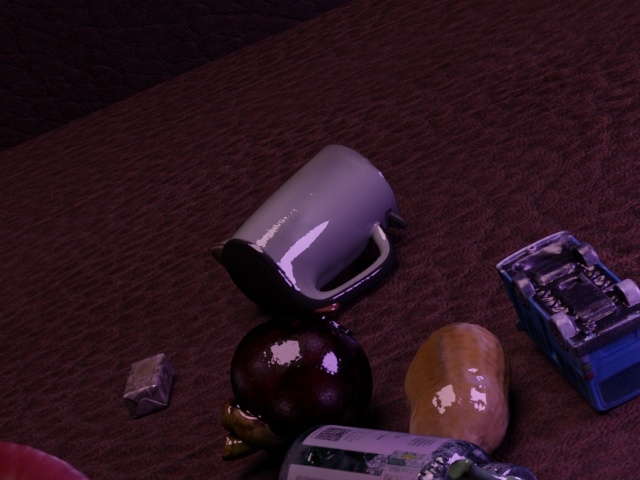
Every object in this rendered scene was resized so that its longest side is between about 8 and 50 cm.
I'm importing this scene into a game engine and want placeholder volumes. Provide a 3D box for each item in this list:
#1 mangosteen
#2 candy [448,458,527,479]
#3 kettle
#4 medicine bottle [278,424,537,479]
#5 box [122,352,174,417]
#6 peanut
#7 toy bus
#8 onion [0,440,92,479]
[{"bbox_3d":[-0.040,0.201,2.032,0.230,0.194,0.194,-55,28,-1],"label":"mangosteen"},{"bbox_3d":[0.268,0.252,1.387,0.119,0.440,0.119,-28,52,42],"label":"candy"},{"bbox_3d":[0.000,0.000,2.422,0.240,0.165,0.255,30,54,27],"label":"kettle"},{"bbox_3d":[0.099,0.283,1.757,0.293,0.141,0.141,-1,34,43],"label":"medicine bottle"},{"bbox_3d":[-0.253,0.212,2.345,0.062,0.045,0.098,-19,24,13],"label":"box"},{"bbox_3d":[0.163,0.187,1.915,0.129,0.129,0.224,-17,26,18],"label":"peanut"},{"bbox_3d":[0.317,0.095,1.944,0.116,0.133,0.234,-27,29,-5],"label":"toy bus"},{"bbox_3d":[-0.390,0.412,1.858,0.348,0.285,0.347,4,54,-6],"label":"onion"}]
